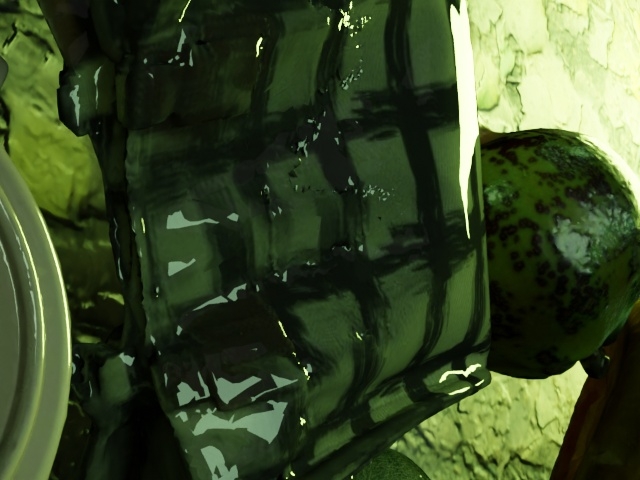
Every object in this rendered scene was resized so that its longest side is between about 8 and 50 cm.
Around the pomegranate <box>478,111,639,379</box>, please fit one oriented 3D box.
[{"bbox_3d":[0.133,-0.009,0.872,0.277,0.222,0.204,28,63,-3],"label":"pomegranate"}]

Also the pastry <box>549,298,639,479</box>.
[{"bbox_3d":[0.285,0.204,0.906,0.356,0.164,0.356,19,90,-78],"label":"pastry"}]

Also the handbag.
[{"bbox_3d":[-0.019,-0.030,0.600,0.327,0.163,0.325,-23,109,-60],"label":"handbag"}]

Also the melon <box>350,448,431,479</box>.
[{"bbox_3d":[0.028,0.234,0.721,0.139,0.139,0.192,26,56,-41],"label":"melon"}]

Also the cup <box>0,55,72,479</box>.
[{"bbox_3d":[-0.226,0.045,0.392,0.288,0.273,0.208,-29,96,-51],"label":"cup"}]
